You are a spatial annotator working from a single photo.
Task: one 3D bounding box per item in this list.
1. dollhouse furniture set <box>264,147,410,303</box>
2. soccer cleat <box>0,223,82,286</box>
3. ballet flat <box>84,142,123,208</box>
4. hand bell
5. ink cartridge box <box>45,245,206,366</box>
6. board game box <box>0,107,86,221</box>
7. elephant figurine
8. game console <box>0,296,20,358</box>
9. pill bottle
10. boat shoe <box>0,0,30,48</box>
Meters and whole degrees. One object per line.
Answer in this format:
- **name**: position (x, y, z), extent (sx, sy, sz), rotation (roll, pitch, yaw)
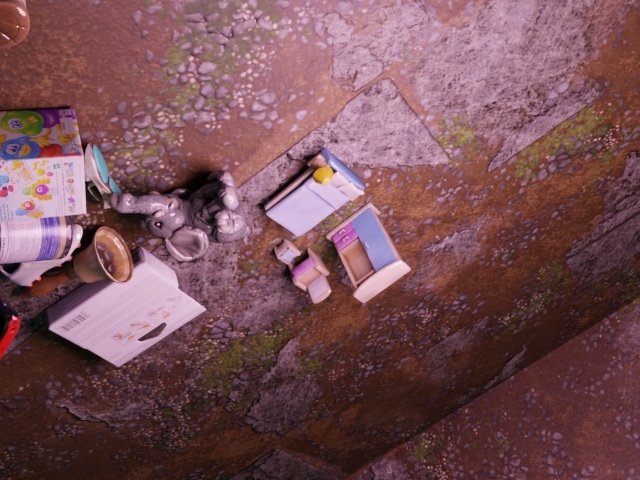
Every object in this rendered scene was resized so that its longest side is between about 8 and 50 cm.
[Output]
- **dollhouse furniture set**: position (0.000, 0.000, 1.761), extent (0.286, 0.198, 0.303), rotation (-37, 138, 15)
- **soccer cleat**: position (-0.565, 0.026, 1.616), extent (0.196, 0.068, 0.076), rotation (-35, 136, 17)
- **ballet flat**: position (-0.429, -0.116, 1.535), extent (0.052, 0.057, 0.168), rotation (-13, 140, 2)
- **hand bell**: position (-0.529, 0.073, 1.672), extent (0.242, 0.126, 0.126), rotation (-22, 142, 15)
- **ink cartridge box**: position (-0.439, 0.158, 1.824), extent (0.275, 0.060, 0.239), rotation (-33, 140, 9)
- **board game box**: position (-0.560, -0.128, 1.387), extent (0.275, 0.142, 0.144), rotation (-7, 137, -20)
- **elephant figurine**: position (-0.280, -0.048, 1.624), extent (0.239, 0.169, 0.186), rotation (-16, 103, -2)
- **game console**: position (-0.738, 0.121, 1.439), extent (0.342, 0.386, 0.060), rotation (-50, 174, 24)
- **pill bottle**: position (-0.585, -0.017, 1.479), extent (0.219, 0.123, 0.123), rotation (-5, 138, -40)
- **boat shoe**: position (-0.608, -0.341, 1.160), extent (0.341, 0.110, 0.122), rotation (-6, 148, -26)
